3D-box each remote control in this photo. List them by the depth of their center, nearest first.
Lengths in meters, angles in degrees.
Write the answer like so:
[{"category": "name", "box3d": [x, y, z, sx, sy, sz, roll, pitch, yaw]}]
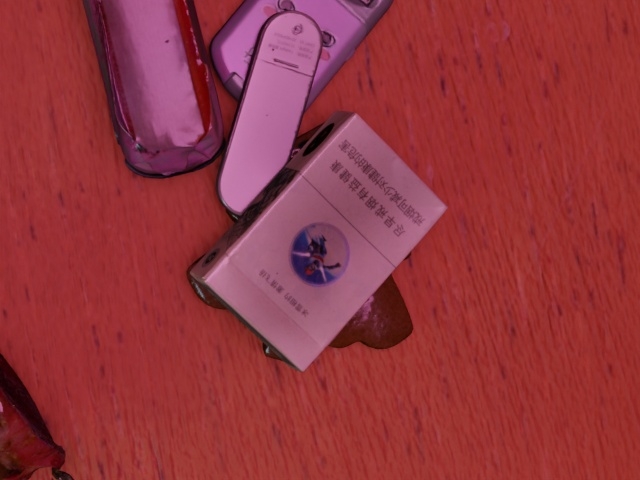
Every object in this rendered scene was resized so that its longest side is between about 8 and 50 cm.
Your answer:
[{"category": "remote control", "box3d": [-0.058, -0.145, 1.870, 0.077, 0.022, 0.245, 16, 89, -14]}]

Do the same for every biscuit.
[{"category": "biscuit", "box3d": [-0.009, -0.005, 1.916, 0.278, 0.043, 0.301, 10, 89, -11]}]

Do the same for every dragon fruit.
[{"category": "dragon fruit", "box3d": [-0.389, 0.200, 1.767, 0.147, 0.211, 0.282, -34, 94, -4]}]

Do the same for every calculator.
[{"category": "calculator", "box3d": [-0.020, -0.257, 1.910, 0.141, 0.045, 0.246, 41, 83, -9]}]

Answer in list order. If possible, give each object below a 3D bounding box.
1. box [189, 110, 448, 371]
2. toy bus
[{"category": "box", "box3d": [0.000, 0.000, 1.851, 0.164, 0.069, 0.256, 44, 82, -18]}, {"category": "toy bus", "box3d": [-0.194, -0.221, 1.830, 0.127, 0.147, 0.302, -14, 92, -5]}]
